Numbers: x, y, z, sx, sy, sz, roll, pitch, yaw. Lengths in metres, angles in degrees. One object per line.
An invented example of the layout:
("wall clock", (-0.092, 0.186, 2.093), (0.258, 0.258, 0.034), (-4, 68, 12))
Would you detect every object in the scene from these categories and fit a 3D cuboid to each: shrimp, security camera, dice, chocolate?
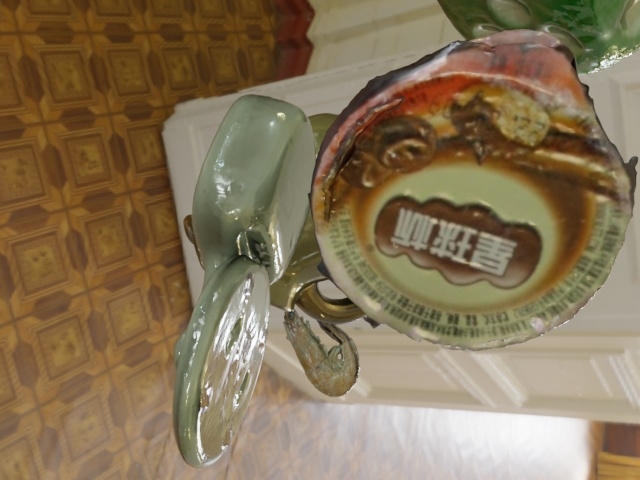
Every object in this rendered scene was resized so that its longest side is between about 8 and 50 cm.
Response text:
("shrimp", (0.001, 0.197, 1.340), (0.126, 0.047, 0.223), (-32, 93, -32))
("security camera", (-0.072, 0.024, 0.550), (0.157, 0.080, 0.302), (85, 18, -58))
("dice", (0.360, -0.440, 1.020), (0.297, 0.287, 0.300), (-51, 132, -10))
("chocolate", (0.101, -0.048, 0.489), (0.147, 0.221, 0.221), (-69, 143, -59))

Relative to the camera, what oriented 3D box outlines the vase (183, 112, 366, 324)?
("vase", (0.000, 0.000, 1.056), (0.302, 0.241, 0.329), (-42, 118, -4))
